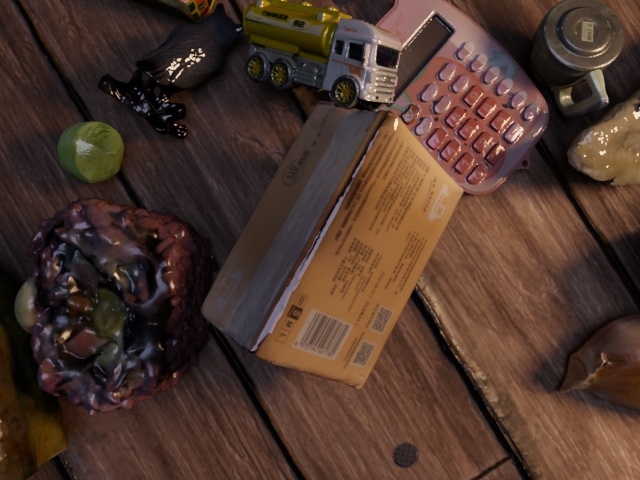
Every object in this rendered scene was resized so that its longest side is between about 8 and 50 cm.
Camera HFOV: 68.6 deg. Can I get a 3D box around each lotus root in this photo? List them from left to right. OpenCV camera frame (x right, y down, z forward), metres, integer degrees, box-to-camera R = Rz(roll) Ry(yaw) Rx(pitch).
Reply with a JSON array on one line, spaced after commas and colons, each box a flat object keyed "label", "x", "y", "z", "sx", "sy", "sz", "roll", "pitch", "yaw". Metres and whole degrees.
[{"label": "lotus root", "x": -0.479, "y": 0.166, "z": 0.577, "sx": 0.251, "sy": 0.250, "sz": 0.345, "roll": -18, "pitch": 85, "yaw": -2}]

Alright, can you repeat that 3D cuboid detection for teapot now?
[{"label": "teapot", "x": 0.369, "y": -0.261, "z": 0.678, "sx": 0.111, "sy": 0.108, "sz": 0.149, "roll": -42, "pitch": 84, "yaw": -4}]

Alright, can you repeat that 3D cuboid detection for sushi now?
[{"label": "sushi", "x": -0.270, "y": 0.083, "z": 0.611, "sx": 0.237, "sy": 0.171, "sz": 0.269, "roll": 5, "pitch": 89, "yaw": -2}]

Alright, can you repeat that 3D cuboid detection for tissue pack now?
[{"label": "tissue pack", "x": 0.000, "y": 0.000, "z": 0.626, "sx": 0.239, "sy": 0.238, "sz": 0.305, "roll": 29, "pitch": 87, "yaw": 0}]

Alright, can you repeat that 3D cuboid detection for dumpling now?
[{"label": "dumpling", "x": 0.476, "y": -0.170, "z": 0.686, "sx": 0.332, "sy": 0.086, "sz": 0.166, "roll": -37, "pitch": 117, "yaw": -10}]

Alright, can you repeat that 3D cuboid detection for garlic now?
[{"label": "garlic", "x": 0.507, "y": 0.194, "z": 0.673, "sx": 0.267, "sy": 0.148, "sz": 0.128, "roll": 26, "pitch": 51, "yaw": 4}]

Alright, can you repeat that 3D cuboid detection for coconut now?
[{"label": "coconut", "x": -0.321, "y": -0.125, "z": 0.663, "sx": 0.096, "sy": 0.088, "sz": 0.087, "roll": 13, "pitch": 87, "yaw": 28}]

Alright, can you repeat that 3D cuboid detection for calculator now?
[{"label": "calculator", "x": 0.187, "y": -0.215, "z": 0.703, "sx": 0.330, "sy": 0.048, "sz": 0.220, "roll": 41, "pitch": 86, "yaw": -2}]

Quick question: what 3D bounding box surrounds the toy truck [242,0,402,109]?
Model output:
[{"label": "toy truck", "x": -0.005, "y": -0.252, "z": 0.626, "sx": 0.227, "sy": 0.098, "sz": 0.114, "roll": 25, "pitch": 115, "yaw": 26}]

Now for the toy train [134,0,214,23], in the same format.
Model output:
[{"label": "toy train", "x": -0.241, "y": -0.395, "z": 0.684, "sx": 0.188, "sy": 0.072, "sz": 0.099, "roll": 19, "pitch": 93, "yaw": -1}]

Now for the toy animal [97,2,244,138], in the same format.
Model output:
[{"label": "toy animal", "x": -0.201, "y": -0.262, "z": 0.657, "sx": 0.121, "sy": 0.117, "sz": 0.210, "roll": 36, "pitch": 89, "yaw": 7}]
